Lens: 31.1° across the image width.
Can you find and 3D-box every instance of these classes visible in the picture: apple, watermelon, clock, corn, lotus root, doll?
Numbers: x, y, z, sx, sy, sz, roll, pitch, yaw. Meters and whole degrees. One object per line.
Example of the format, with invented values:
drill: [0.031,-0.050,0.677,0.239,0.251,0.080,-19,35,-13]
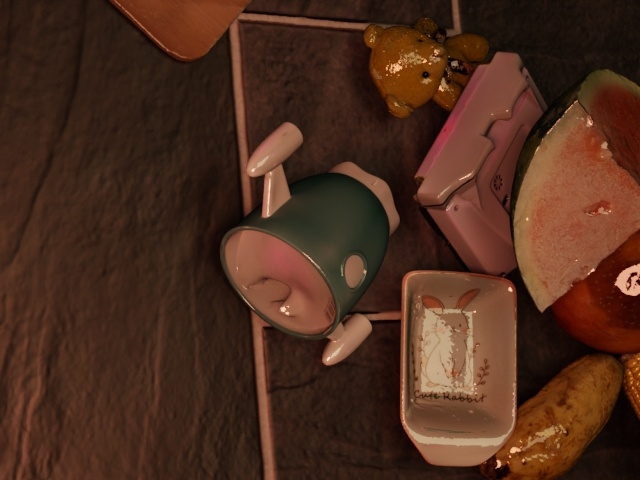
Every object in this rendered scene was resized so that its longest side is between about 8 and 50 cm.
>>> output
apple: [0.404,0.039,1.490,0.229,0.230,0.230,5,78,-27]
watermelon: [0.321,-0.085,1.381,0.175,0.256,0.260,11,40,5]
clock: [0.229,-0.093,1.463,0.186,0.083,0.253,50,60,-39]
corn: [0.478,0.246,1.565,0.080,0.080,0.238,-33,97,-28]
lotus root: [0.305,0.230,1.464,0.258,0.110,0.097,-36,58,-28]
doll: [0.154,-0.231,1.478,0.209,0.097,0.137,-16,83,-34]

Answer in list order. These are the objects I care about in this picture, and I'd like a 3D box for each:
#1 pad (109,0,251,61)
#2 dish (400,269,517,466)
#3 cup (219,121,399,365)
pad: [-0.181,-0.392,1.372,0.286,0.018,0.284,42,65,-15]
dish: [0.159,0.159,1.416,0.154,0.064,0.234,6,77,-17]
cup: [0.000,0.000,1.321,0.173,0.167,0.300,-46,129,-36]
